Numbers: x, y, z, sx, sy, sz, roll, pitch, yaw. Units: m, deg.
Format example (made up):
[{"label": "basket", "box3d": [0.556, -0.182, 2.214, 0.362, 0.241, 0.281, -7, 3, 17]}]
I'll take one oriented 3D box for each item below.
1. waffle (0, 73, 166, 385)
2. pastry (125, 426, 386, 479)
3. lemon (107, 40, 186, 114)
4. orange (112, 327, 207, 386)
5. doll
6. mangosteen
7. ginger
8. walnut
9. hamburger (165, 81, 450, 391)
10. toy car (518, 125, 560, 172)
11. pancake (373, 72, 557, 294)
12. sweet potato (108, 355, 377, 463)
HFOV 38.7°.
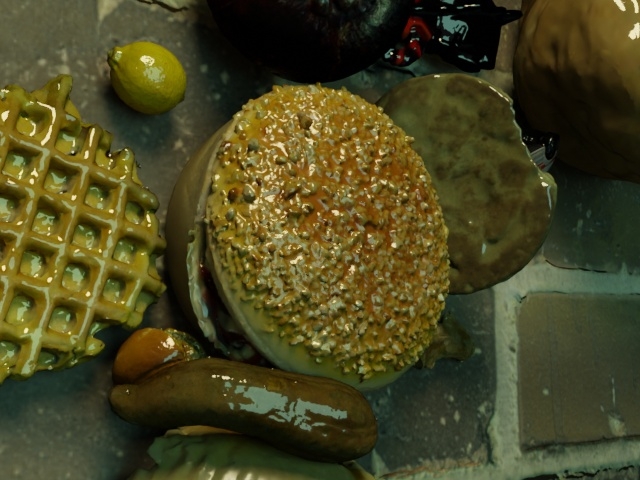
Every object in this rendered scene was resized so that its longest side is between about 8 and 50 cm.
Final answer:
[{"label": "waffle", "box3d": [-0.243, -0.007, 0.737, 0.254, 0.052, 0.245, -29, 102, -38]}, {"label": "pastry", "box3d": [-0.047, 0.283, 0.790, 0.256, 0.170, 0.237, 19, 70, -32]}, {"label": "lemon", "box3d": [-0.156, -0.146, 0.817, 0.083, 0.062, 0.062, 30, 67, -34]}, {"label": "orange", "box3d": [-0.143, 0.107, 0.793, 0.086, 0.086, 0.062, 0, 42, -40]}, {"label": "doll", "box3d": [0.129, -0.259, 1.062, 0.248, 0.088, 0.127, -13, 114, -31]}, {"label": "mangosteen", "box3d": [-0.013, -0.268, 0.874, 0.216, 0.216, 0.216, 6, 81, -39]}, {"label": "ginger", "box3d": [0.131, 0.117, 1.041, 0.137, 0.044, 0.057, 0, 55, -46]}, {"label": "walnut", "box3d": [0.422, -0.245, 1.144, 0.383, 0.383, 0.384, 6, 81, -39]}, {"label": "hamburger", "box3d": [0.000, 0.000, 0.858, 0.302, 0.170, 0.302, 6, 81, -39]}, {"label": "toy car", "box3d": [0.206, -0.072, 1.088, 0.209, 0.089, 0.108, -28, 127, -44]}, {"label": "pancake", "box3d": [0.138, -0.061, 0.975, 0.236, 0.222, 0.042, 45, 24, 8]}, {"label": "sweet potato", "box3d": [-0.055, 0.139, 0.750, 0.233, 0.081, 0.062, 12, 40, -16]}]
